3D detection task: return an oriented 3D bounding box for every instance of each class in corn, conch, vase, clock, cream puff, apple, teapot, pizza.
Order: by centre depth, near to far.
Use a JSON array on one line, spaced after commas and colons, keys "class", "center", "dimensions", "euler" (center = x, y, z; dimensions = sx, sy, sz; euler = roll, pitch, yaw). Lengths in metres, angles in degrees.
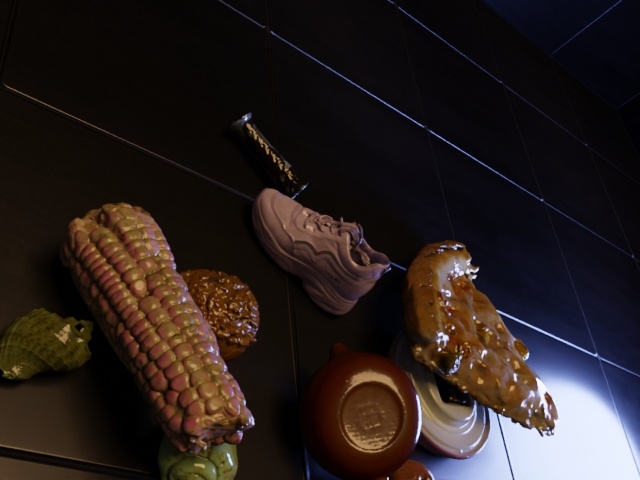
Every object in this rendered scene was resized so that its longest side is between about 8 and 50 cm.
[{"class": "conch", "center": [-0.309, 0.114, 0.856], "dimensions": [0.089, 0.074, 0.121], "euler": [33, 43, 31]}, {"class": "corn", "center": [-0.194, 0.098, 0.895], "dimensions": [0.127, 0.126, 0.335], "euler": [-5, 53, -51]}, {"class": "conch", "center": [-0.138, 0.235, 0.926], "dimensions": [0.106, 0.079, 0.170], "euler": [48, 29, -31]}, {"class": "cream puff", "center": [-0.142, 0.096, 1.014], "dimensions": [0.144, 0.103, 0.126], "euler": [21, 44, -41]}, {"class": "teapot", "center": [0.055, 0.269, 1.084], "dimensions": [0.178, 0.135, 0.252], "euler": [-9, 83, -15]}, {"class": "apple", "center": [0.127, 0.363, 1.119], "dimensions": [0.084, 0.071, 0.084], "euler": [22, 52, -32]}, {"class": "clock", "center": [0.206, 0.257, 1.316], "dimensions": [0.244, 0.056, 0.244], "euler": [31, 40, -30]}, {"class": "vase", "center": [-0.090, -0.145, 1.325], "dimensions": [0.167, 0.059, 0.059], "euler": [51, 35, -2]}, {"class": "pizza", "center": [0.254, 0.149, 1.367], "dimensions": [0.392, 0.080, 0.435], "euler": [16, 38, -51]}]

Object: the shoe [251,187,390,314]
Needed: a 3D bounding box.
[{"class": "shoe", "center": [0.000, 0.000, 1.233], "dimensions": [0.245, 0.138, 0.095], "euler": [49, 30, -5]}]
